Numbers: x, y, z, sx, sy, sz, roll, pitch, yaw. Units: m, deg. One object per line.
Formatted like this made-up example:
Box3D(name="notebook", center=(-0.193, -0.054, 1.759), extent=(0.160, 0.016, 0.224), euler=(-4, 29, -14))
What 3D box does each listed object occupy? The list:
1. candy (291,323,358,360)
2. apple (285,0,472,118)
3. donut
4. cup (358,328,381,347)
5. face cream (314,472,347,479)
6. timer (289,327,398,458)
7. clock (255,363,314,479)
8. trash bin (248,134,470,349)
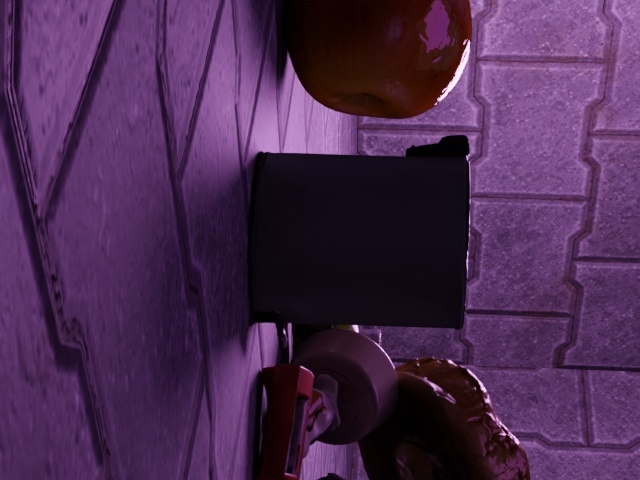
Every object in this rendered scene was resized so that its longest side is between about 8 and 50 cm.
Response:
Box3D(name="candy", center=(0.008, 0.096, 2.158), extent=(0.069, 0.149, 0.246), euler=(-13, 105, -47))
Box3D(name="apple", center=(0.079, -0.299, 1.992), extent=(0.286, 0.286, 0.233), euler=(77, 23, -74))
Box3D(name="donut", center=(0.198, 0.339, 2.188), extent=(0.330, 0.160, 0.330), euler=(39, -39, 41))
Box3D(name="cup", center=(0.032, 0.202, 2.345), extent=(0.173, 0.142, 0.134), euler=(-81, 171, -55))
Box3D(name="face cream", center=(0.059, 0.452, 2.183), extent=(0.137, 0.235, 0.420), euler=(-56, -176, -20))
Box3D(name="timer", center=(-0.008, 0.254, 2.022), extent=(0.266, 0.175, 0.175), euler=(-40, 134, -62))
Box3D(name="clock", center=(-0.051, 0.244, 1.828), extent=(0.113, 0.061, 0.155), euler=(55, 40, -74))
Box3D(name="trash bin", center=(0.052, 0.001, 1.744), extent=(0.217, 0.263, 0.277), euler=(80, 13, -71))
